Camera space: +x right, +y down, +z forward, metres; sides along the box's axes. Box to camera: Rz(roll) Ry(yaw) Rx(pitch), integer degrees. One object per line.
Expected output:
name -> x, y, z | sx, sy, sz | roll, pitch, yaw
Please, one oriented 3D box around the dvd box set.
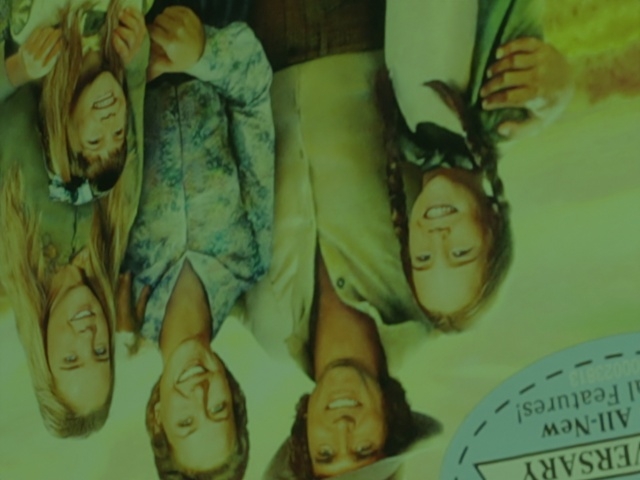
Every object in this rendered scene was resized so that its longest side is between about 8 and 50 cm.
dvd box set -> 0.000, 0.000, 0.509 | 0.307, 0.062, 0.420 | -12, 76, 36
